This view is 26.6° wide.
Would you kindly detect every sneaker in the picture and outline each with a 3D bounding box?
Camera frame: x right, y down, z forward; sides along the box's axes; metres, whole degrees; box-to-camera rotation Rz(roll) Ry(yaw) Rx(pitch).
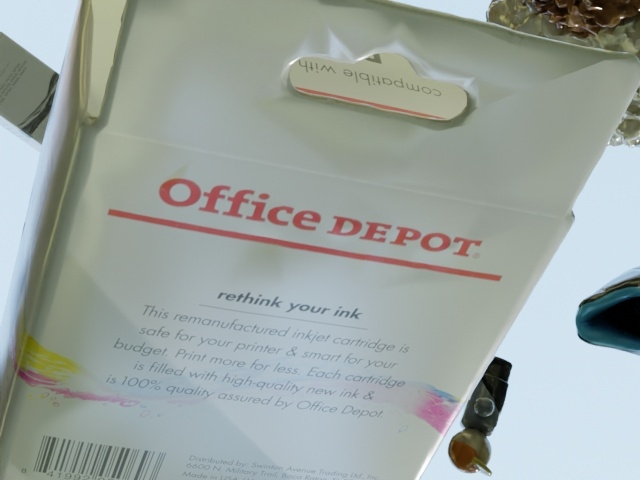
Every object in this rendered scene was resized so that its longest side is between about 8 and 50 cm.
[{"bbox_3d":[0.424,0.089,1.389,0.341,0.140,0.125,-3,-85,43],"label":"sneaker"}]

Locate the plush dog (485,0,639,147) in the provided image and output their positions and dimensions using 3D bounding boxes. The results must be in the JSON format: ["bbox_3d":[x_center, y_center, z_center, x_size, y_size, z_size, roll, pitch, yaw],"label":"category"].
[{"bbox_3d":[0.196,-0.093,0.712,0.225,0.262,0.210,16,-99,0],"label":"plush dog"}]

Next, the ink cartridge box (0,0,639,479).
[{"bbox_3d":[-0.028,0.007,0.616,0.119,0.207,0.353,-98,-156,-46],"label":"ink cartridge box"}]

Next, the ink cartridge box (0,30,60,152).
[{"bbox_3d":[-0.357,-0.167,1.745,0.092,0.218,0.158,-57,-162,-7],"label":"ink cartridge box"}]

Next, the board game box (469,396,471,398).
[{"bbox_3d":[0.000,0.000,1.133,0.319,0.318,0.066,20,-114,11],"label":"board game box"}]

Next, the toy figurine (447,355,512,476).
[{"bbox_3d":[0.084,0.169,1.484,0.209,0.213,0.148,0,-120,43],"label":"toy figurine"}]
